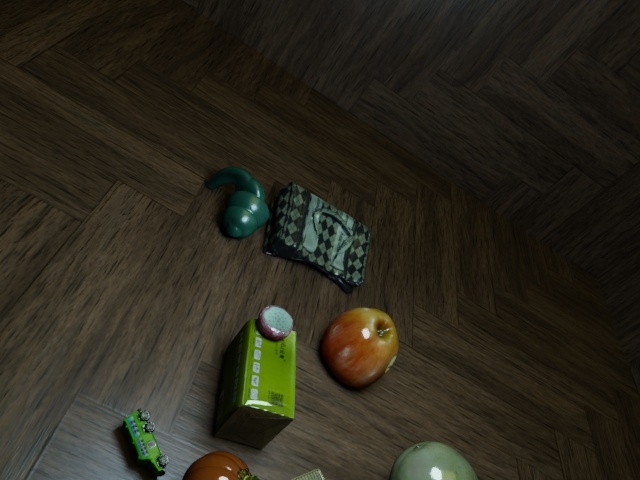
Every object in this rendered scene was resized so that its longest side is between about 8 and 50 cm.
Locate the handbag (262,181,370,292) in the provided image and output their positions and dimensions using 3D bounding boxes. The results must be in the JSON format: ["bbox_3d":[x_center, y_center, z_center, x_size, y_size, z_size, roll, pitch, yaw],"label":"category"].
[{"bbox_3d":[0.000,0.000,2.152,0.416,0.180,0.316,28,46,-25],"label":"handbag"}]

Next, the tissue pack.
[{"bbox_3d":[-0.174,0.392,1.532,0.167,0.200,0.274,23,40,-20],"label":"tissue pack"}]

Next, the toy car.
[{"bbox_3d":[-0.418,0.487,1.324,0.063,0.071,0.165,-17,63,-33],"label":"toy car"}]

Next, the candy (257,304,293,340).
[{"bbox_3d":[-0.126,0.228,1.539,0.103,0.043,0.103,20,39,-18],"label":"candy"}]

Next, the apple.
[{"bbox_3d":[0.136,0.347,1.827,0.242,0.241,0.242,27,35,-21],"label":"apple"}]

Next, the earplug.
[{"bbox_3d":[-0.305,-0.135,2.012,0.258,0.164,0.280,24,49,-11],"label":"earplug"}]

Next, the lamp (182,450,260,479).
[{"bbox_3d":[-0.231,0.598,1.266,0.223,0.197,0.223,-19,90,-82],"label":"lamp"}]

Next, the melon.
[{"bbox_3d":[0.328,0.744,1.564,0.269,0.269,0.330,-13,82,-49],"label":"melon"}]

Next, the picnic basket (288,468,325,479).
[{"bbox_3d":[-0.053,0.679,1.441,0.164,0.079,0.115,-2,53,-43],"label":"picnic basket"}]
